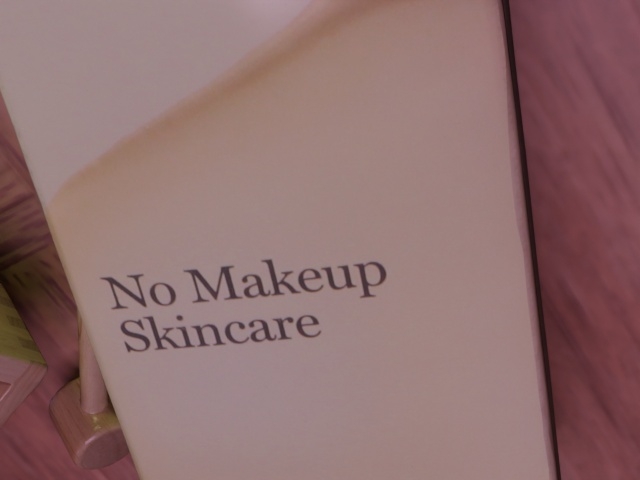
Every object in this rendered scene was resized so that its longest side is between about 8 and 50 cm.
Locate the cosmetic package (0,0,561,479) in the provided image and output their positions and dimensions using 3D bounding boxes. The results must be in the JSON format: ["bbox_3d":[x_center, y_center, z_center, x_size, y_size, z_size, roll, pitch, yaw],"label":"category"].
[{"bbox_3d":[0.000,0.000,0.435,0.160,0.113,0.309,-7,122,11],"label":"cosmetic package"}]

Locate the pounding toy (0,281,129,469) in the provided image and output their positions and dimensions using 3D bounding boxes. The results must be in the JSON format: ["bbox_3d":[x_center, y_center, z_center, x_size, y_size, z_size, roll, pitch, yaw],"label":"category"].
[{"bbox_3d":[-0.168,0.043,0.491,0.181,0.094,0.206,-48,143,11],"label":"pounding toy"}]
